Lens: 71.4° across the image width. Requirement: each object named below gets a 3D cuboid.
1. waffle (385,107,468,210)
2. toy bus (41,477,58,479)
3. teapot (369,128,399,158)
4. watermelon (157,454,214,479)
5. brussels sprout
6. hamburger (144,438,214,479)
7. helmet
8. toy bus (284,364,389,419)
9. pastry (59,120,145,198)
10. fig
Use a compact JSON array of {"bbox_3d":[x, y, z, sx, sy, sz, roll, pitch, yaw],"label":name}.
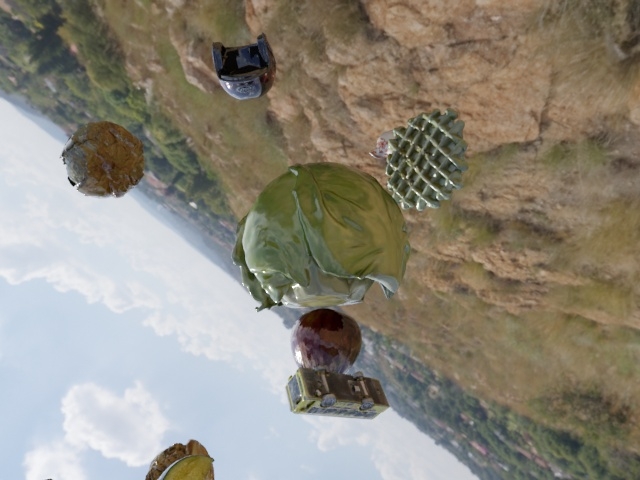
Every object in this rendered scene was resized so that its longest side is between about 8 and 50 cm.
[{"bbox_3d":[0.316,-0.247,1.364,0.056,0.309,0.291,7,173,-39],"label":"waffle"},{"bbox_3d":[-0.476,0.460,0.772,0.046,0.083,0.038,14,170,25],"label":"toy bus"},{"bbox_3d":[0.297,-0.342,1.619,0.245,0.116,0.159,6,-163,-22],"label":"teapot"},{"bbox_3d":[-0.327,0.552,0.987,0.092,0.181,0.075,45,127,-14],"label":"watermelon"},{"bbox_3d":[-0.004,-0.019,1.094,0.425,0.361,0.342,-10,165,22],"label":"brussels sprout"},{"bbox_3d":[-0.395,0.712,1.288,0.286,0.146,0.243,77,171,-52],"label":"hamburger"},{"bbox_3d":[-0.235,-0.547,1.408,0.189,0.216,0.193,-8,144,3],"label":"helmet"},{"bbox_3d":[0.039,0.313,0.917,0.226,0.074,0.081,18,-146,-35],"label":"toy bus"},{"bbox_3d":[-0.412,-0.152,0.857,0.081,0.153,0.153,12,156,35],"label":"pastry"},{"bbox_3d":[0.009,0.303,1.153,0.186,0.250,0.203,9,166,-24],"label":"fig"}]
